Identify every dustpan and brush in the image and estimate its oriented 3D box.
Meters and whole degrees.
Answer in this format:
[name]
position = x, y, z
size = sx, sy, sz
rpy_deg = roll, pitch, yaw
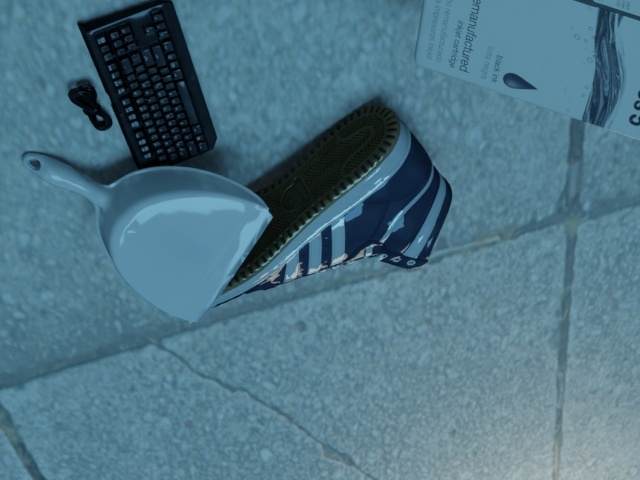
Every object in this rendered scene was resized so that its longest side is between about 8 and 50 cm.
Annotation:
[dustpan and brush]
position = -0.170, -0.024, 1.146
size = 0.211, 0.060, 0.147
rpy_deg = 23, 115, -28

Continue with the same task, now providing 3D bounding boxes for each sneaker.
[sneaker]
position = 0.000, 0.000, 1.244
size = 0.282, 0.099, 0.153
rpy_deg = -36, 138, 16

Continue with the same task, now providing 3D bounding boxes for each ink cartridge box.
[ink cartridge box]
position = 0.227, -0.197, 0.978
size = 0.273, 0.114, 0.198
rpy_deg = 21, 140, 13

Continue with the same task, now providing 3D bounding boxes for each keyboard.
[keyboard]
position = -0.157, -0.122, 1.090
size = 0.108, 0.023, 0.180
rpy_deg = -18, 141, -3
